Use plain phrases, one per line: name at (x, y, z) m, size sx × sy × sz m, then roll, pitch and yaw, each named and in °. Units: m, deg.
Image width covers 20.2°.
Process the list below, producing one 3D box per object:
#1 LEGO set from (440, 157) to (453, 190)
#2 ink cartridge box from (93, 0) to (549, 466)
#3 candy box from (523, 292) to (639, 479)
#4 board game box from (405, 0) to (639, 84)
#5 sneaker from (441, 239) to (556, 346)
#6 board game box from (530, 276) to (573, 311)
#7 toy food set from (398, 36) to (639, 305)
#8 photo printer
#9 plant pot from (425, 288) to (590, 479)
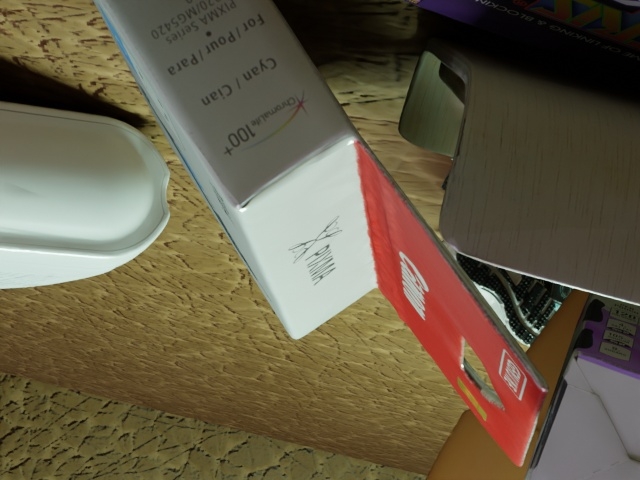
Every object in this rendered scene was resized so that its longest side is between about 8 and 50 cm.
LEGO set at (0.101, -0.047, 0.997) m, size 0.083 × 0.023 × 0.054 m, roll -8°, pitch 162°, yaw 26°
ink cartridge box at (0.000, 0.000, 0.839) m, size 0.261 × 0.066 × 0.296 m, roll 56°, pitch 176°, yaw 13°
candy box at (0.183, 0.076, 0.761) m, size 0.164 × 0.070 × 0.196 m, roll 19°, pitch -163°, yaw 8°
board game box at (0.127, -0.100, 0.649) m, size 0.170 × 0.048 × 0.141 m, roll 17°, pitch 167°, yaw -15°
sneaker at (0.122, 0.032, 1.244) m, size 0.109 × 0.040 × 0.043 m, roll 48°, pitch 164°, yaw -23°
board game box at (0.194, 0.060, 1.355) m, size 0.186 × 0.026 × 0.126 m, roll 23°, pitch 165°, yaw -36°
toy food set at (0.146, -0.010, 0.756) m, size 0.219 × 0.092 × 0.306 m, roll 15°, pitch -171°, yaw -3°
photo printer at (-0.267, -0.031, 1.147) m, size 0.307 × 0.107 × 0.256 m, roll 6°, pitch 172°, yaw -36°
plant pot at (0.232, 0.123, 1.095) m, size 0.290 × 0.203 × 0.291 m, roll 24°, pitch 174°, yaw 3°
